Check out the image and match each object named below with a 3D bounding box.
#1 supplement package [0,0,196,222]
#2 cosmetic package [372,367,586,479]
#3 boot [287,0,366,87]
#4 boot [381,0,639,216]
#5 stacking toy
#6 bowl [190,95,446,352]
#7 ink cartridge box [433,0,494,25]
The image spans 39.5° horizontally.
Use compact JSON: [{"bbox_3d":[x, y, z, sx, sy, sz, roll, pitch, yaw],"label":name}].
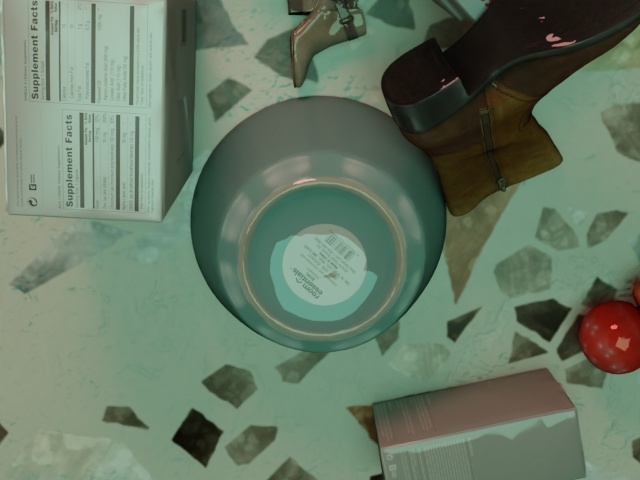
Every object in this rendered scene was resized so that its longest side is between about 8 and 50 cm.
[{"bbox_3d":[-0.211,-0.148,0.903,0.145,0.262,0.204,2,104,-3],"label":"supplement package"},{"bbox_3d":[0.189,0.243,1.090,0.238,0.127,0.107,-9,105,3],"label":"cosmetic package"},{"bbox_3d":[0.008,-0.233,1.001,0.087,0.042,0.118,-3,105,-3],"label":"boot"},{"bbox_3d":[0.222,-0.133,0.923,0.264,0.096,0.280,-31,148,10],"label":"boot"},{"bbox_3d":[0.461,0.057,1.054,0.330,0.141,0.141,-34,103,13],"label":"stacking toy"},{"bbox_3d":[0.000,0.000,1.002,0.311,0.163,0.312,0,104,-1],"label":"bowl"},{"bbox_3d":[0.152,-0.380,0.849,0.270,0.197,0.198,-50,141,10],"label":"ink cartridge box"}]
